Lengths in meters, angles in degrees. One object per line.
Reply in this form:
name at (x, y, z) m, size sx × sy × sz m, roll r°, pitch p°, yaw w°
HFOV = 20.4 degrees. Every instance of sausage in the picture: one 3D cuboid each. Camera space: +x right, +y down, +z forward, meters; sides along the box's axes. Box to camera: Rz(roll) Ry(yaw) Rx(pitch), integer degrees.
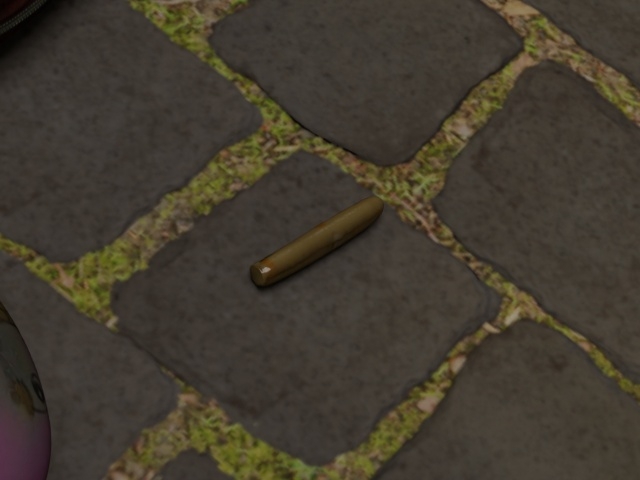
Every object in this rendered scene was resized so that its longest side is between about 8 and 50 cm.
sausage at (0.000, 0.000, 1.409) m, size 0.132 × 0.024 × 0.024 m, roll -30°, pitch 70°, yaw -29°

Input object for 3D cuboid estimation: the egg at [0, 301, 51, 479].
egg at (-0.289, 0.098, 1.168) m, size 0.196 × 0.196 × 0.271 m, roll -30°, pitch 70°, yaw -29°

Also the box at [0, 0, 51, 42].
box at (-0.288, -0.315, 1.479) m, size 0.263 × 0.108 × 0.404 m, roll 32°, pitch 56°, yaw 6°
